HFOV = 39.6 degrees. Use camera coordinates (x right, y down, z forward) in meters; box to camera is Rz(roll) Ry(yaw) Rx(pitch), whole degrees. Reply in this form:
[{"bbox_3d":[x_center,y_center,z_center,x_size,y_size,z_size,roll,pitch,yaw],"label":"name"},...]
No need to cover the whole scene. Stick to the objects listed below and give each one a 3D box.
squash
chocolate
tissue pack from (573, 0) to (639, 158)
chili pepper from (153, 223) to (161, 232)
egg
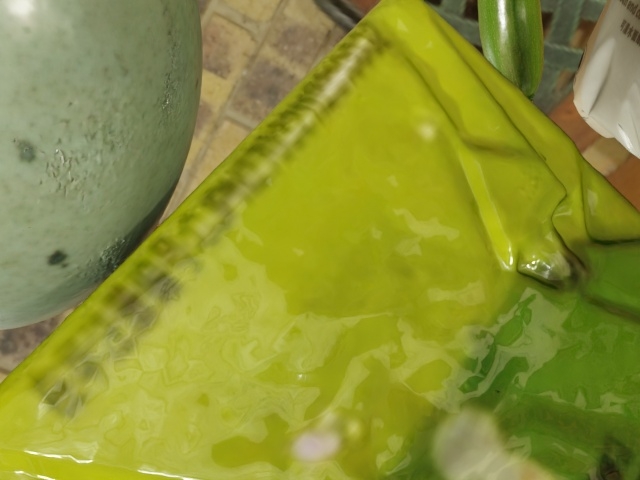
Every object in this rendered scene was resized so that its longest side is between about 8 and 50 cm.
[{"bbox_3d":[0.294,-0.371,1.390,0.101,0.102,0.378,-114,10,-66],"label":"squash"},{"bbox_3d":[0.039,0.086,0.419,0.301,0.289,0.137,-49,4,-26],"label":"chocolate"},{"bbox_3d":[0.428,-0.227,0.921,0.375,0.195,0.389,-105,30,-59],"label":"tissue pack"},{"bbox_3d":[-0.317,0.011,1.772,0.084,0.192,0.086,43,115,39],"label":"chili pepper"},{"bbox_3d":[-0.137,-0.063,0.377,0.169,0.169,0.236,-89,20,-50],"label":"egg"}]
